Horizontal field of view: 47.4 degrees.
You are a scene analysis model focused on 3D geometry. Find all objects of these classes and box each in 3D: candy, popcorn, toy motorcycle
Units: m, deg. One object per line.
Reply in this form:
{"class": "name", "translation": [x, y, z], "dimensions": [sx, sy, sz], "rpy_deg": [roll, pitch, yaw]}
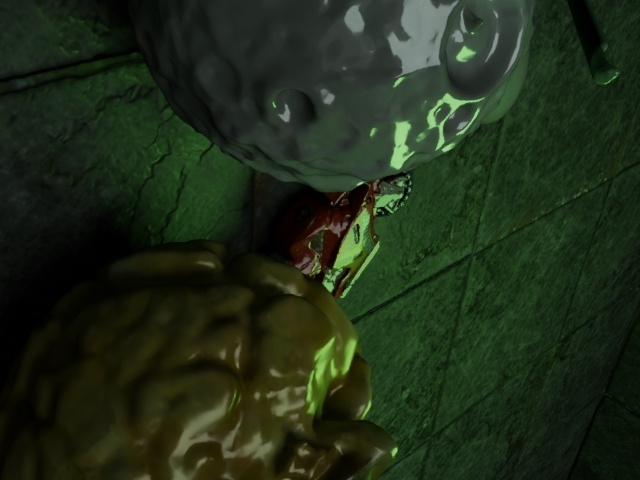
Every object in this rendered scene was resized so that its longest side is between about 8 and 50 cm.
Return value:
{"class": "candy", "translation": [0.281, -0.282, 0.818], "dimensions": [0.440, 0.119, 0.119], "rpy_deg": [-76, 168, -49]}
{"class": "popcorn", "translation": [-0.139, 0.182, 0.730], "dimensions": [0.390, 0.354, 0.344], "rpy_deg": [-6, 168, -7]}
{"class": "toy motorcycle", "translation": [0.002, 0.001, 0.925], "dimensions": [0.298, 0.089, 0.171], "rpy_deg": [-54, 143, -1]}

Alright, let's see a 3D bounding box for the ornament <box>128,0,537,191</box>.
{"class": "ornament", "translation": [0.019, -0.206, 0.597], "dimensions": [0.337, 0.337, 0.337], "rpy_deg": [-29, 136, -31]}

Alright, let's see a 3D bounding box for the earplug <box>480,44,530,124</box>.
{"class": "earplug", "translation": [0.189, -0.247, 0.892], "dimensions": [0.172, 0.172, 0.301], "rpy_deg": [-49, 149, -8]}
